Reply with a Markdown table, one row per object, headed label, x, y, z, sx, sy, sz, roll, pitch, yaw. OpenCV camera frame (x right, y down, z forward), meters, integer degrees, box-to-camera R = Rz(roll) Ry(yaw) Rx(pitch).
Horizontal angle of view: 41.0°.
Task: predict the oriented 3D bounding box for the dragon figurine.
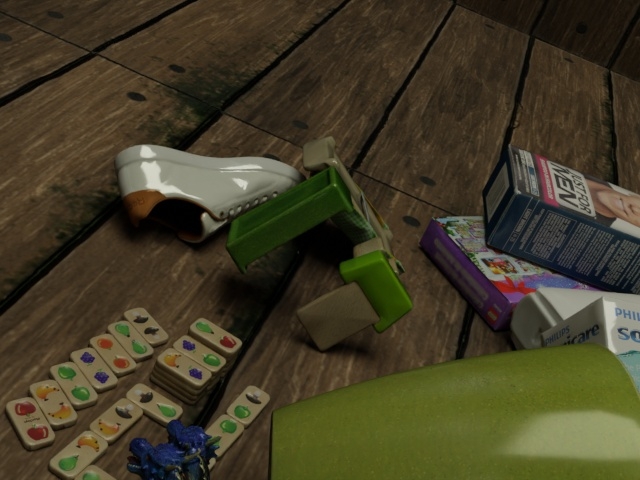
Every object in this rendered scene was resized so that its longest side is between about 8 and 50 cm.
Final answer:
| label | x | y | z | sx | sy | sz | roll | pitch | yaw |
| --- | --- | --- | --- | --- | --- | --- | --- | --- | --- |
| dragon figurine | -0.067 | 0.270 | 0.655 | 0.085 | 0.144 | 0.289 | -12 | 45 | -42 |

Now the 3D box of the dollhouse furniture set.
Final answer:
| label | x | y | z | sx | sy | sz | roll | pitch | yaw |
| --- | --- | --- | --- | --- | --- | --- | --- | --- | --- |
| dollhouse furniture set | 0.000 | 0.000 | 1.145 | 0.197 | 0.151 | 0.301 | 57 | 10 | -17 |

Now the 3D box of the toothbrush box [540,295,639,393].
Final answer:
| label | x | y | z | sx | sy | sz | roll | pitch | yaw |
| --- | --- | --- | --- | --- | --- | --- | --- | --- | --- |
| toothbrush box | 0.362 | 0.228 | 0.893 | 0.217 | 0.126 | 0.295 | 11 | 61 | -16 |

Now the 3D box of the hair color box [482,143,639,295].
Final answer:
| label | x | y | z | sx | sy | sz | roll | pitch | yaw |
| --- | --- | --- | --- | --- | --- | --- | --- | --- | --- |
| hair color box | 0.433 | -0.015 | 1.329 | 0.347 | 0.105 | 0.174 | 21 | 32 | -5 |

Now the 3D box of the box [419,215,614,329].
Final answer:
| label | x | y | z | sx | sy | sz | roll | pitch | yaw |
| --- | --- | --- | --- | --- | --- | --- | --- | --- | --- |
| box | 0.324 | 0.041 | 1.331 | 0.293 | 0.057 | 0.201 | -2 | 38 | -34 |

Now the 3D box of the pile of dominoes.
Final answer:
| label | x | y | z | sx | sy | sz | roll | pitch | yaw |
| --- | --- | --- | --- | --- | --- | --- | --- | --- | --- |
| pile of dominoes | -0.176 | 0.155 | 0.863 | 0.196 | 0.040 | 0.251 | 30 | 32 | 12 |

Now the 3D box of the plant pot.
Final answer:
| label | x | y | z | sx | sy | sz | roll | pitch | yaw |
| --- | --- | --- | --- | --- | --- | --- | --- | --- | --- |
| plant pot | 0.100 | 0.225 | 0.758 | 0.294 | 0.274 | 0.274 | 2 | 34 | -4 |

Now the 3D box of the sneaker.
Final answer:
| label | x | y | z | sx | sy | sz | roll | pitch | yaw |
| --- | --- | --- | --- | --- | --- | --- | --- | --- | --- |
| sneaker | -0.138 | -0.047 | 1.168 | 0.290 | 0.106 | 0.123 | 3 | 63 | -35 |

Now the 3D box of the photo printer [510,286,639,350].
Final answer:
| label | x | y | z | sx | sy | sz | roll | pitch | yaw |
| --- | --- | --- | --- | --- | --- | --- | --- | --- | --- |
| photo printer | 0.440 | 0.178 | 1.146 | 0.308 | 0.107 | 0.256 | 6 | 35 | -24 |
